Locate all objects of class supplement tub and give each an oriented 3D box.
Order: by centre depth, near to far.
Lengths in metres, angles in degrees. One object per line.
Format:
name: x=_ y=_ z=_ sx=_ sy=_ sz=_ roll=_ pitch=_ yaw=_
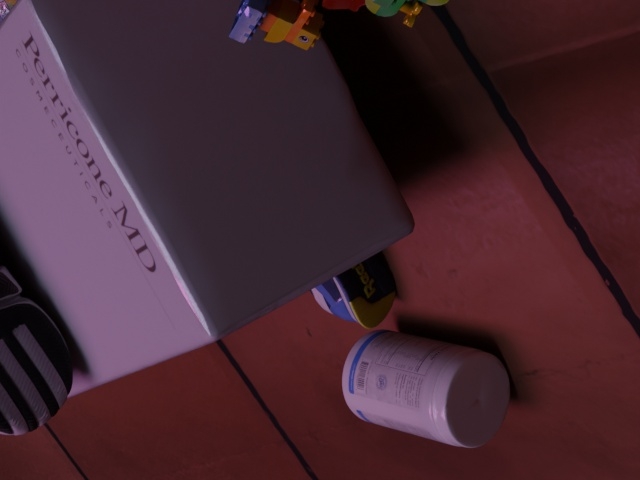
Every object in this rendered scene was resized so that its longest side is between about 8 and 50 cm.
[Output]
supplement tub: x=0.074 y=0.104 z=1.129 sx=0.107 sy=0.071 sz=0.071 roll=10 pitch=132 yaw=47

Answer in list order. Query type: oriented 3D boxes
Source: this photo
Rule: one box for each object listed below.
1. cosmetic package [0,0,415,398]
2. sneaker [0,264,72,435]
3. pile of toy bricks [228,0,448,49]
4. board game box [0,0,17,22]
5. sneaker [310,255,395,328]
cosmetic package: x=-0.143 y=-0.030 z=1.104 sx=0.230 sy=0.161 sz=0.453 roll=61 pitch=153 yaw=-1
sneaker: x=-0.285 y=0.016 z=1.102 sx=0.281 sy=0.106 sz=0.162 roll=61 pitch=156 yaw=-1
pile of toy bricks: x=0.037 y=-0.153 z=0.806 sx=0.105 sy=0.118 sz=0.212 roll=23 pitch=148 yaw=-11
board game box: x=-0.183 y=-0.216 z=1.089 sx=0.154 sy=0.026 sz=0.103 roll=-12 pitch=117 yaw=33
sneaker: x=0.000 y=0.000 z=1.124 sx=0.059 sy=0.053 sz=0.144 roll=12 pitch=133 yaw=49
